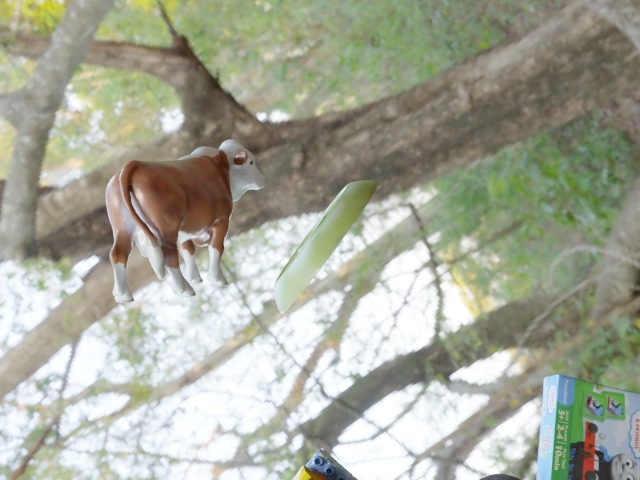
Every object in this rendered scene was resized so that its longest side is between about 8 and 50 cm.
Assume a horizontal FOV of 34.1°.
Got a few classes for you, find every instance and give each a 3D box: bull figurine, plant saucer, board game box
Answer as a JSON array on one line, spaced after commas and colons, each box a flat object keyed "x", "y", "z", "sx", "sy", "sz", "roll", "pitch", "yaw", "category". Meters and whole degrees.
[{"x": -0.167, "y": -0.031, "z": 1.309, "sx": 0.310, "sy": 0.101, "sz": 0.189, "roll": -12, "pitch": -80, "yaw": -65, "category": "bull figurine"}, {"x": 0.000, "y": 0.000, "z": 1.527, "sx": 0.037, "sy": 0.241, "sz": 0.241, "roll": 37, "pitch": -166, "yaw": -2, "category": "plant saucer"}, {"x": 0.360, "y": 0.259, "z": 1.239, "sx": 0.211, "sy": 0.039, "sz": 0.160, "roll": 14, "pitch": -110, "yaw": -16, "category": "board game box"}]

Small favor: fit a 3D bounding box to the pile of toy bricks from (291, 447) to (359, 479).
[{"x": 0.035, "y": 0.185, "z": 0.480, "sx": 0.212, "sy": 0.118, "sz": 0.105, "roll": 39, "pitch": -174, "yaw": 13, "category": "pile of toy bricks"}]

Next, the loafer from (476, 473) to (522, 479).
[{"x": 0.200, "y": 0.451, "z": 1.151, "sx": 0.130, "sy": 0.133, "sz": 0.366, "roll": -6, "pitch": -102, "yaw": -46, "category": "loafer"}]
